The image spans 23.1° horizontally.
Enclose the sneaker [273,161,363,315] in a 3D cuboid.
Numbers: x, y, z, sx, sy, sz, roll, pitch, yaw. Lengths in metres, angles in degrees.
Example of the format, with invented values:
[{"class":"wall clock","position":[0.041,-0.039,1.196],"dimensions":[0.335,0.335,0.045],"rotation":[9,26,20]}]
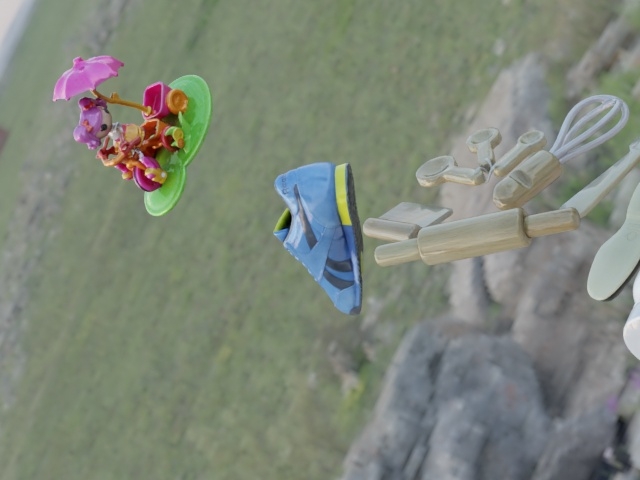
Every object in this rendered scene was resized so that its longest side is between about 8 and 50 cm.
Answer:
[{"class":"sneaker","position":[0.000,0.000,1.556],"dimensions":[0.209,0.082,0.069],"rotation":[78,-171,-50]}]

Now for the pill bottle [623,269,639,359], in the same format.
[{"class":"pill bottle","position":[0.482,0.056,2.048],"dimensions":[0.229,0.131,0.131],"rotation":[-55,7,-36]}]

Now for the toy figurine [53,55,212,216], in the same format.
[{"class":"toy figurine","position":[-0.223,-0.131,1.732],"dimensions":[0.130,0.159,0.173],"rotation":[-14,62,46]}]

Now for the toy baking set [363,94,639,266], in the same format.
[{"class":"toy baking set","position":[0.154,-0.052,1.217],"dimensions":[0.256,0.030,0.197],"rotation":[-10,31,31]}]

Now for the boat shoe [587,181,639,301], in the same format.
[{"class":"boat shoe","position":[0.298,0.003,1.478],"dimensions":[0.049,0.042,0.133],"rotation":[24,82,50]}]
